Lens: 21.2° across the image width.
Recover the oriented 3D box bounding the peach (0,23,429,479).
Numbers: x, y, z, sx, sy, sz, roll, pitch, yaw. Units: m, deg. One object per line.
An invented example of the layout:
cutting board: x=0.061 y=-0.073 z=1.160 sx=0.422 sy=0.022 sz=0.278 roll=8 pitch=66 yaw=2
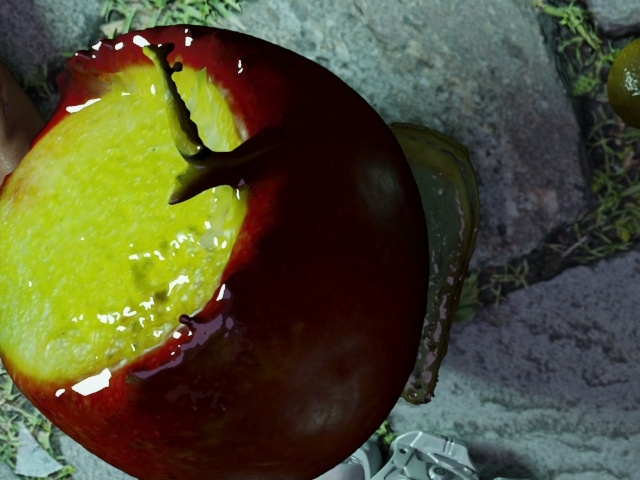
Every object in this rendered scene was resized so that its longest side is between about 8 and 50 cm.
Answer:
peach: x=-0.072 y=0.017 z=1.331 sx=0.310 sy=0.406 sz=0.335 roll=27 pitch=101 yaw=-33

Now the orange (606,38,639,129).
orange: x=0.291 y=-0.131 z=1.444 sx=0.095 sy=0.085 sz=0.085 roll=6 pitch=114 yaw=-2

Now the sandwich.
sandwich: x=0.000 y=0.001 z=1.539 sx=0.273 sy=0.095 sz=0.249 roll=13 pitch=111 yaw=4

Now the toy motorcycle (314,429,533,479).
toy motorcycle: x=0.101 y=0.244 z=1.617 sx=0.254 sy=0.112 sz=0.112 roll=14 pitch=114 yaw=4

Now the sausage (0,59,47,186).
sausage: x=-0.363 y=-0.203 z=1.491 sx=0.088 sy=0.088 sz=0.433 roll=-26 pitch=114 yaw=18
